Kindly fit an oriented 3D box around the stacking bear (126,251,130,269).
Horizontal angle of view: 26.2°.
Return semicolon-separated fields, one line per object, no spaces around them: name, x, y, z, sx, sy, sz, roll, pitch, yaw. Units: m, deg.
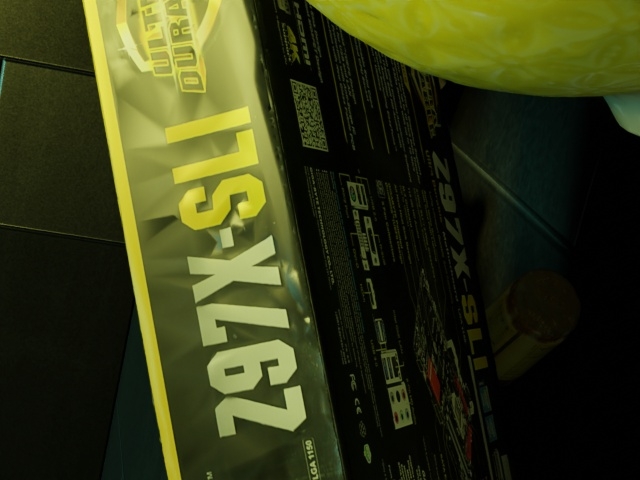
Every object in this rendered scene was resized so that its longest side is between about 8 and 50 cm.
stacking bear;0.000;0.000;0.978;0.175;0.164;0.289;-59;22;-10

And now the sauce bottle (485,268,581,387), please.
sauce bottle;0.100;0.057;0.759;0.128;0.042;0.042;127;149;-60

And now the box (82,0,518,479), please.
box;0.008;0.027;0.620;0.257;0.079;0.322;3;-105;-71

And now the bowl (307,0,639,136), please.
bowl;0.123;-0.129;0.470;0.156;0.289;0.289;59;180;-20

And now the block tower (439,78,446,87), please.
block tower;0.006;-0.171;1.064;0.091;0.097;0.335;-44;23;0
